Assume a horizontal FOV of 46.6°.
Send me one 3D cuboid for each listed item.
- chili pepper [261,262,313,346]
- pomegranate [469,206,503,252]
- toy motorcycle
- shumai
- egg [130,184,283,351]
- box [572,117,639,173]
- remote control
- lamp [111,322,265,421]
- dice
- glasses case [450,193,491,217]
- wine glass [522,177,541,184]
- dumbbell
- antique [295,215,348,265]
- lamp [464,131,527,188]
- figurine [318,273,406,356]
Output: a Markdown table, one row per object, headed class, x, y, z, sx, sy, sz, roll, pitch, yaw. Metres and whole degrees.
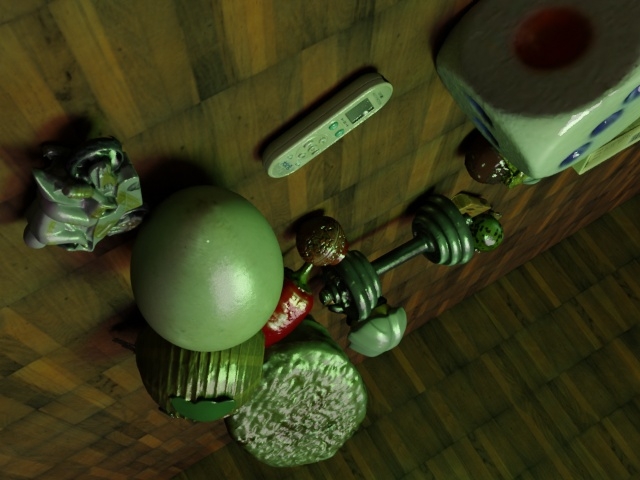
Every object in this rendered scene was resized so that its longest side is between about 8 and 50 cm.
| class | x | y | z | sx | sy | sz | roll | pitch | yaw |
| --- | --- | --- | --- | --- | --- | --- | --- | --- | --- |
| chili pepper | -0.086 | 0.122 | 1.513 | 0.338 | 0.134 | 0.131 | -39 | 180 | 22 |
| pomegranate | 0.472 | -0.037 | 2.123 | 0.161 | 0.122 | 0.122 | -55 | 170 | -21 |
| toy motorcycle | -0.285 | -0.042 | 0.875 | 0.152 | 0.073 | 0.225 | -27 | 163 | -12 |
| shumai | -0.076 | 0.321 | 1.790 | 0.324 | 0.323 | 0.397 | -22 | 128 | 0 |
| egg | -0.160 | 0.034 | 1.052 | 0.218 | 0.218 | 0.295 | -26 | 152 | -22 |
| box | 0.607 | -0.271 | 1.626 | 0.212 | 0.168 | 0.095 | -29 | 158 | -13 |
| remote control | 0.007 | -0.169 | 1.086 | 0.221 | 0.042 | 0.078 | -37 | 161 | 8 |
| lamp | -0.243 | 0.210 | 1.369 | 0.284 | 0.250 | 0.250 | 7 | 152 | -8 |
| dice | 0.352 | -0.257 | 1.129 | 0.259 | 0.243 | 0.251 | -39 | 161 | 8 |
| glasses case | 0.383 | -0.092 | 1.927 | 0.064 | 0.041 | 0.170 | -29 | 166 | 26 |
| wine glass | 0.472 | -0.187 | 1.728 | 0.103 | 0.103 | 0.222 | -38 | 160 | 14 |
| dumbbell | 0.175 | 0.038 | 1.688 | 0.406 | 0.179 | 0.179 | -28 | 161 | -15 |
| antique | 0.000 | 0.000 | 1.427 | 0.104 | 0.104 | 0.104 | -29 | 162 | -11 |
| lamp | 0.382 | -0.175 | 1.553 | 0.156 | 0.135 | 0.157 | -41 | 163 | 24 |
| figurine | 0.099 | 0.164 | 1.792 | 0.176 | 0.236 | 0.133 | -21 | 159 | -36 |
